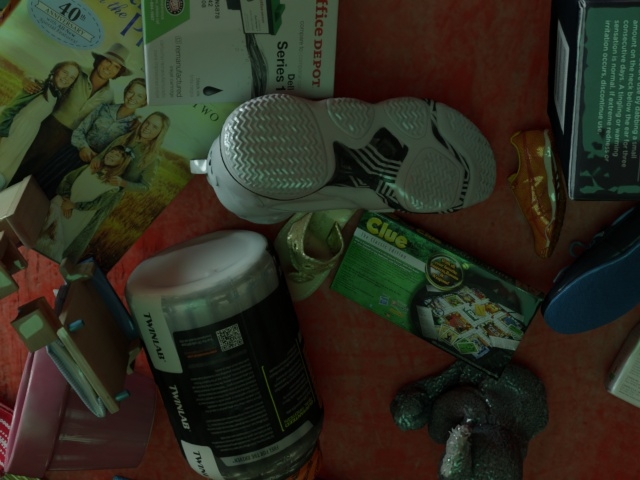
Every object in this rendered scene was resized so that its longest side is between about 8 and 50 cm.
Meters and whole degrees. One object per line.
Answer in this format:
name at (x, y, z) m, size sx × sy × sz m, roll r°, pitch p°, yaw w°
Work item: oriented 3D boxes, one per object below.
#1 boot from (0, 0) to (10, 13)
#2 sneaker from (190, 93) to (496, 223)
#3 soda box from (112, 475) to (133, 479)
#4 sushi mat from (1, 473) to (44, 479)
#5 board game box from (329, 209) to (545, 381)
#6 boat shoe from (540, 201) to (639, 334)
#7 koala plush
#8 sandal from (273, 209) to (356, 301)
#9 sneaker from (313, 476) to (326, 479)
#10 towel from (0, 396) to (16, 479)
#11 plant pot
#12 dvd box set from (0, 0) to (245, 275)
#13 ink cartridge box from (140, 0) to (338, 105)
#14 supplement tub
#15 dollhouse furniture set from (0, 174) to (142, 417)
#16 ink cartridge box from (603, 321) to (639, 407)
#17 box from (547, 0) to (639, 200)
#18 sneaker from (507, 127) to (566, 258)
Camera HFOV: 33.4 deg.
boot at (-0.449, -0.235, 1.339) m, size 0.338 × 0.118 × 0.223 m, roll 11°, pitch 117°, yaw 3°
sneaker at (0.023, -0.095, 1.309) m, size 0.365 × 0.210 × 0.137 m, roll 3°, pitch 83°, yaw -27°
soda box at (-0.313, 0.476, 1.660) m, size 0.067 × 0.071 × 0.210 m, roll 14°, pitch 115°, yaw 1°
sushi mat at (-0.571, 0.329, 1.655) m, size 0.151 × 0.019 × 0.316 m, roll -40°, pitch 104°, yaw 19°
board game box at (0.151, 0.067, 1.411) m, size 0.259 × 0.030 × 0.136 m, roll 29°, pitch 117°, yaw 10°
boat shoe at (0.392, 0.022, 1.368) m, size 0.258 × 0.089 × 0.109 m, roll -37°, pitch 118°, yaw 15°
koala plush at (0.215, 0.278, 1.425) m, size 0.203 × 0.221 × 0.196 m, roll -37°, pitch 104°, yaw 20°
sandal at (-0.006, -0.003, 1.405) m, size 0.088 × 0.079 × 0.240 m, roll 29°, pitch 114°, yaw -6°
sneaker at (0.095, 0.434, 1.584) m, size 0.146 × 0.102 × 0.293 m, roll -35°, pitch 110°, yaw 15°
towel at (-0.571, 0.313, 1.621) m, size 0.199 × 0.031 × 0.275 m, roll 40°, pitch 112°, yaw -10°
plant pot at (-0.334, 0.242, 1.504) m, size 0.180 × 0.201 × 0.201 m, roll 14°, pitch 116°, yaw -16°
dvd box set at (-0.273, -0.170, 1.311) m, size 0.307 × 0.062 × 0.420 m, roll 35°, pitch 109°, yaw -29°
ink cartridge box at (-0.092, -0.245, 1.209) m, size 0.219 × 0.093 × 0.160 m, roll -4°, pitch 124°, yaw -10°
supplement tub at (-0.116, 0.173, 1.428) m, size 0.207 × 0.207 × 0.338 m, roll -11°, pitch 111°, yaw 12°
dollhouse furniture set at (-0.364, 0.126, 1.270) m, size 0.198 × 0.286 × 0.303 m, roll -27°, pitch 112°, yaw 5°
ink cartridge box at (0.513, 0.141, 1.434) m, size 0.181 × 0.056 × 0.225 m, roll 26°, pitch 96°, yaw -5°
box at (0.457, -0.188, 1.150) m, size 0.395 × 0.293 × 0.212 m, roll 1°, pitch 114°, yaw 6°
sneaker at (0.276, -0.061, 1.365) m, size 0.067 × 0.064 × 0.175 m, roll 2°, pitch 110°, yaw 28°
